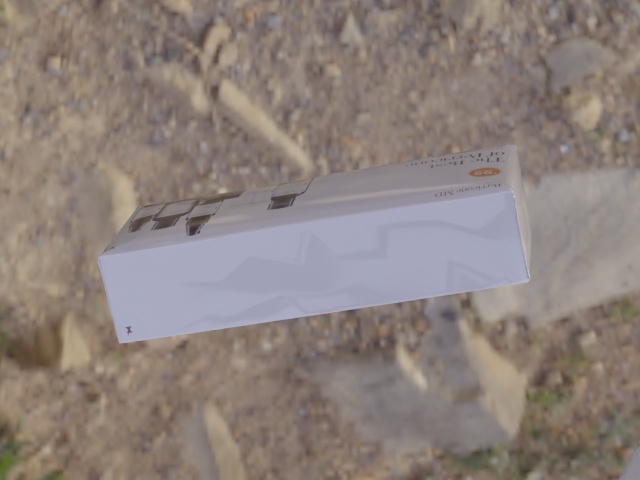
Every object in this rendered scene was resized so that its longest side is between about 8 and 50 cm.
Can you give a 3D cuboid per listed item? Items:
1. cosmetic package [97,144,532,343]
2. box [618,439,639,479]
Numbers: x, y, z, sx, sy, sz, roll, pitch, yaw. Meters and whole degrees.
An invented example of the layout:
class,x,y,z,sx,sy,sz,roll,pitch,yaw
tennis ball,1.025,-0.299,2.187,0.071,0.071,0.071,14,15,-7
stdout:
class,x,y,z,sx,sy,sz,roll,pitch,yaw
cosmetic package,0.000,0.000,0.976,0.239,0.099,0.060,-9,109,10
box,0.312,0.084,1.029,0.148,0.121,0.311,28,91,-47
